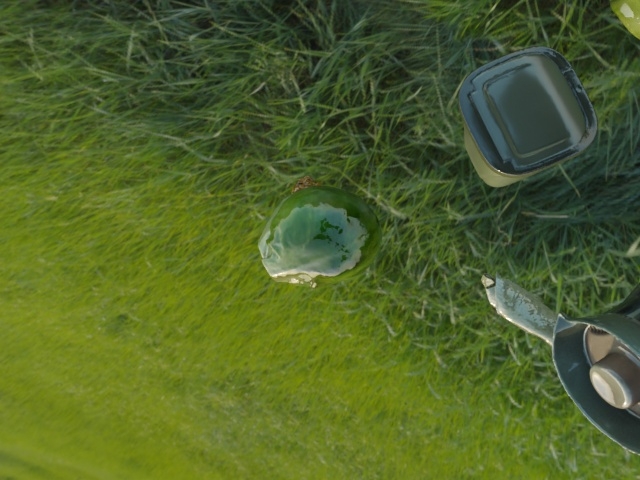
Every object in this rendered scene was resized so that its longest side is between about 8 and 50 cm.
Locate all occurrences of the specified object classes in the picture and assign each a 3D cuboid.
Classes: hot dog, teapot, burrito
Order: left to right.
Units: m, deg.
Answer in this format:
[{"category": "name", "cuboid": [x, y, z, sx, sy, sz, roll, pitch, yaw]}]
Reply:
[{"category": "hot dog", "cuboid": [-0.018, -0.075, 1.113, 0.072, 0.188, 0.055, 3, 124, -10]}, {"category": "burrito", "cuboid": [0.357, 0.130, 0.918, 0.226, 0.087, 0.060, 36, 95, 2]}, {"category": "teapot", "cuboid": [0.535, 0.144, 0.768, 0.300, 0.344, 0.253, 59, 165, 23]}]

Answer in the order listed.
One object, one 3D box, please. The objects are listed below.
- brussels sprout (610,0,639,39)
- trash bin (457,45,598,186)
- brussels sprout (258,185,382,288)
[{"category": "brussels sprout", "cuboid": [0.485, -0.343, 0.542, 0.361, 0.342, 0.425, -39, 68, 53]}, {"category": "trash bin", "cuboid": [0.388, -0.220, 1.102, 0.219, 0.250, 0.219, -22, 80, 7]}, {"category": "brussels sprout", "cuboid": [-0.002, -0.005, 0.822, 0.181, 0.161, 0.143, -17, 77, 0]}]
